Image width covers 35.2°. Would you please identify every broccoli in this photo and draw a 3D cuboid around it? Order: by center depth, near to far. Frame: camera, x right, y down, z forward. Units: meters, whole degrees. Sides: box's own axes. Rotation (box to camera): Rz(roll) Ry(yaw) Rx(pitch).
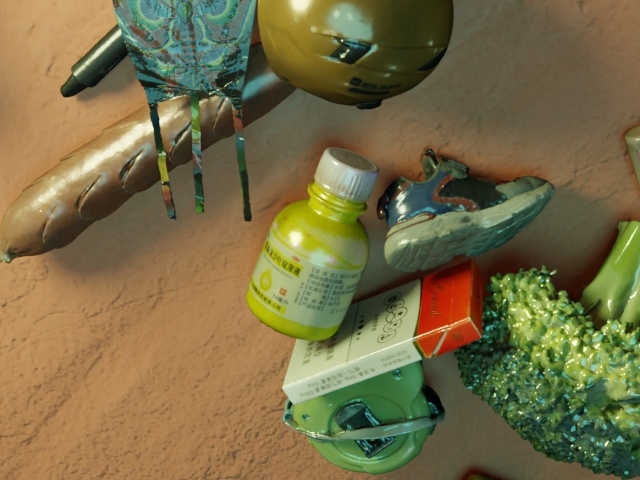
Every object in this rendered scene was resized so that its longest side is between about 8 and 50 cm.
[{"bbox_3d":[0.356,0.150,1.197,0.375,0.249,0.302,26,113,-8],"label":"broccoli"}]

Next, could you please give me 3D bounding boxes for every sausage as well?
[{"bbox_3d":[-0.202,-0.101,1.146,0.433,0.088,0.088,-32,112,10],"label":"sausage"}]

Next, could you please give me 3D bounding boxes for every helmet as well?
[{"bbox_3d":[0.050,-0.235,1.042,0.224,0.130,0.198,2,98,-20],"label":"helmet"}]

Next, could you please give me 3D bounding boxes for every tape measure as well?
[{"bbox_3d":[0.061,0.215,1.287,0.200,0.106,0.175,-30,109,12],"label":"tape measure"}]

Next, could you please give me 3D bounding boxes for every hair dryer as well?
[{"bbox_3d":[-0.209,-0.248,1.098,0.248,0.070,0.114,-36,113,22],"label":"hair dryer"}]

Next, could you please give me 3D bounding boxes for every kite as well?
[{"bbox_3d":[-0.132,-0.150,1.075,0.152,0.015,0.285,-4,111,2],"label":"kite"}]

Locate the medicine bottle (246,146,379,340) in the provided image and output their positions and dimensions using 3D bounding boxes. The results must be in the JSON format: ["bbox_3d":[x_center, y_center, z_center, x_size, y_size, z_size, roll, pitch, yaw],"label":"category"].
[{"bbox_3d":[0.000,0.000,1.179,0.122,0.122,0.212,17,112,-10],"label":"medicine bottle"}]

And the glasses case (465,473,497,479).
[{"bbox_3d":[0.292,0.395,1.405,0.234,0.064,0.079,25,103,-12],"label":"glasses case"}]

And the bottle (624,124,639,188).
[{"bbox_3d":[0.395,-0.089,1.203,0.045,0.045,0.096,-24,111,8],"label":"bottle"}]

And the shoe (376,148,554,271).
[{"bbox_3d":[0.160,-0.048,1.194,0.228,0.125,0.099,-17,153,-20],"label":"shoe"}]

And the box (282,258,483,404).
[{"bbox_3d":[0.075,0.108,1.198,0.245,0.139,0.035,-22,113,19],"label":"box"}]
